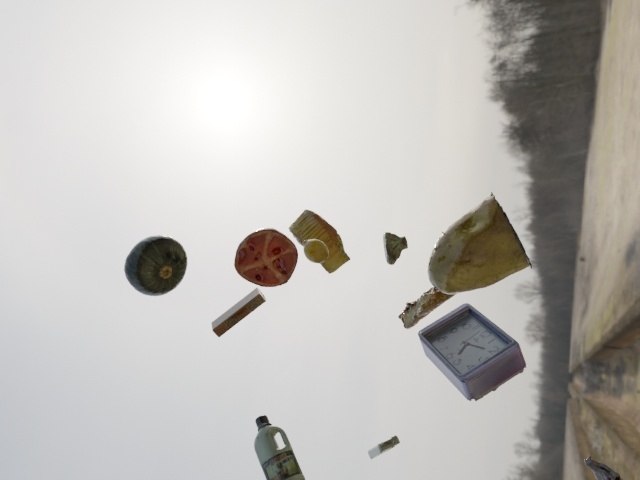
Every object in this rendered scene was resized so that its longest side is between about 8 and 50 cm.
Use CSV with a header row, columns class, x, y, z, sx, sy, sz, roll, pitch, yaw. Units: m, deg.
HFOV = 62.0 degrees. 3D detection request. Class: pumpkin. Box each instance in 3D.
class,x,y,z,sx,sy,sz,roll,pitch,yaw
pumpkin,-0.430,0.066,1.405,0.167,0.125,0.167,-6,-79,-34

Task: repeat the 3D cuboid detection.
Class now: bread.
class,x,y,z,sx,sy,sz,roll,pitch,yaw
bread,0.000,0.000,1.959,0.133,0.179,0.250,-43,-66,-3

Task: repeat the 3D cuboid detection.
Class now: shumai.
class,x,y,z,sx,sy,sz,roll,pitch,yaw
shumai,0.279,0.027,1.961,0.099,0.087,0.124,71,-168,-87

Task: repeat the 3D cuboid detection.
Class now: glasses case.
class,x,y,z,sx,sy,sz,roll,pitch,yaw
glasses case,-0.302,0.267,1.971,0.049,0.218,0.075,53,177,-21

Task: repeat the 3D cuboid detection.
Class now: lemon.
class,x,y,z,sx,sy,sz,roll,pitch,yaw
lemon,-0.014,0.028,1.417,0.062,0.083,0.062,-53,-7,-10

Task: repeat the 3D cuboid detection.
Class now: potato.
class,x,y,z,sx,sy,sz,roll,pitch,yaw
potato,0.411,0.038,1.457,0.229,0.266,0.229,56,-169,-16

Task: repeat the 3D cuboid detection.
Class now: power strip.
class,x,y,z,sx,sy,sz,roll,pitch,yaw
power strip,0.222,0.730,1.883,0.192,0.081,0.035,106,143,-60

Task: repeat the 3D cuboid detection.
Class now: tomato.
class,x,y,z,sx,sy,sz,roll,pitch,yaw
tomato,-0.131,0.032,1.291,0.069,0.155,0.155,-108,7,-63

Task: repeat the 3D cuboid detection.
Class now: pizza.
class,x,y,z,sx,sy,sz,roll,pitch,yaw
pizza,0.341,0.190,1.679,0.182,0.074,0.365,-27,-15,-32

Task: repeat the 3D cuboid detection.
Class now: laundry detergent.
class,x,y,z,sx,sy,sz,roll,pitch,yaw
laundry detergent,-0.129,0.594,1.497,0.226,0.099,0.070,58,179,40

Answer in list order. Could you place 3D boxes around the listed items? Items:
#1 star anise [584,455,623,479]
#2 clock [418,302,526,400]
class,x,y,z,sx,sy,sz,roll,pitch,yaw
star anise,0.581,0.507,0.976,0.063,0.208,0.172,127,161,-56
clock,0.314,0.228,1.119,0.144,0.193,0.073,-30,-62,-8
